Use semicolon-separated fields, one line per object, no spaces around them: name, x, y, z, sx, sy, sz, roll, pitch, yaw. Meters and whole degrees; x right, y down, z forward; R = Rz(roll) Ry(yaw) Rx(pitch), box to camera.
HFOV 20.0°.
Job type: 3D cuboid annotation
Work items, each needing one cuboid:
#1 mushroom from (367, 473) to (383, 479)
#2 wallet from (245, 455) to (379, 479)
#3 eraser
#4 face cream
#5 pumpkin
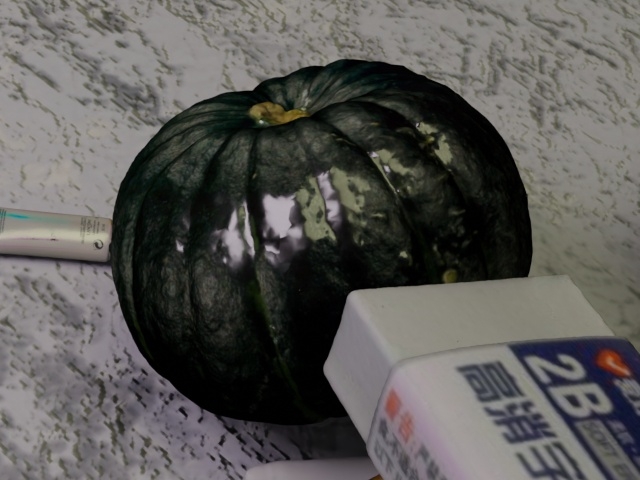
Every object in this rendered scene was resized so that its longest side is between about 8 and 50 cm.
mushroom;0.087;0.225;0.785;0.278;0.146;0.278;2;62;-4
wallet;0.054;0.162;0.911;0.183;0.032;0.124;-3;53;-14
eraser;0.099;0.101;0.767;0.124;0.068;0.210;-5;39;-26
face cream;-0.156;-0.004;1.012;0.115;0.020;0.038;6;50;-7
pumpkin;0.000;0.000;0.928;0.220;0.162;0.220;-14;24;7
